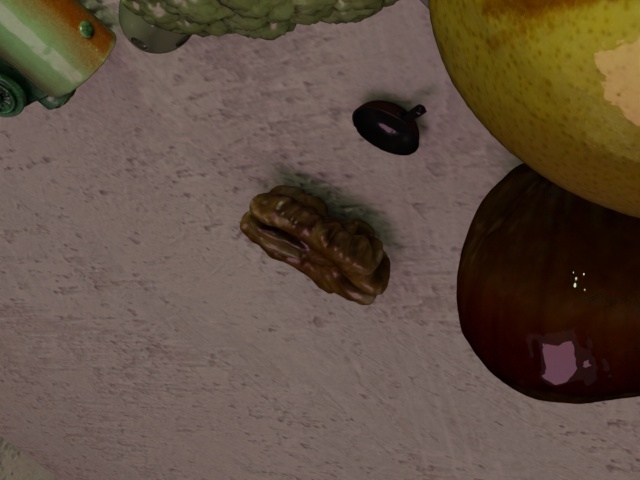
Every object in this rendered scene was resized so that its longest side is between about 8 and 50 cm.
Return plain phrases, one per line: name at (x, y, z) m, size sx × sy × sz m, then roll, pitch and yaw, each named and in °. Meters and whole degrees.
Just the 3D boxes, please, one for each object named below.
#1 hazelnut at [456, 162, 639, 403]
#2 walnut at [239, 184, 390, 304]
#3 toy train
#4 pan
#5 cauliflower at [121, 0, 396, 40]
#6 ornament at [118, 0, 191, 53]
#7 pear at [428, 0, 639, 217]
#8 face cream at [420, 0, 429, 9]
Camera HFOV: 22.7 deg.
hazelnut at (0.219, 0.030, 1.375) m, size 0.217 × 0.217 × 0.251 m, roll 42°, pitch 176°, yaw -27°
walnut at (0.000, 0.000, 1.692) m, size 0.170 × 0.069 × 0.143 m, roll 32°, pitch 157°, yaw -4°
toy train at (-0.331, -0.237, 1.551) m, size 0.177 × 0.116 × 0.285 m, roll -19°, pitch 128°, yaw 44°
pan at (0.073, -0.112, 1.450) m, size 0.068 × 0.023 × 0.115 m, roll 36°, pitch 158°, yaw -13°
cauliflower at (-0.028, -0.260, 1.013) m, size 0.272 × 0.250 × 0.275 m, roll -8°, pitch 156°, yaw -12°
ornament at (-0.135, -0.223, 1.404) m, size 0.075 × 0.081 × 0.156 m, roll 59°, pitch 158°, yaw 17°
pear at (0.221, -0.155, 0.903) m, size 0.314 × 0.314 × 0.314 m, roll 24°, pitch 155°, yaw 12°
face cream at (0.145, -0.188, 1.139) m, size 0.420 × 0.137 × 0.235 m, roll 43°, pitch 153°, yaw -10°
